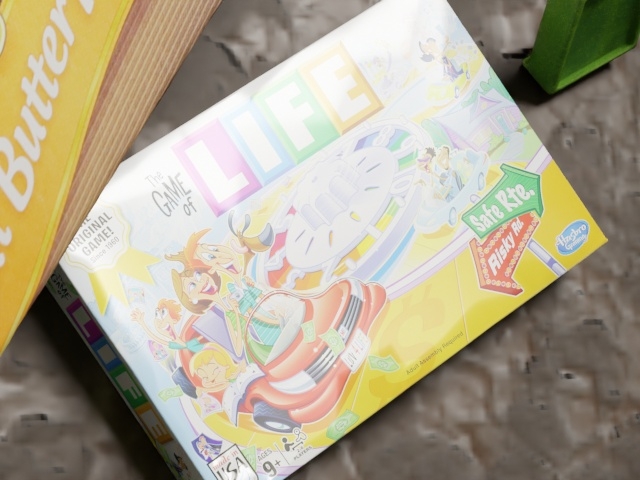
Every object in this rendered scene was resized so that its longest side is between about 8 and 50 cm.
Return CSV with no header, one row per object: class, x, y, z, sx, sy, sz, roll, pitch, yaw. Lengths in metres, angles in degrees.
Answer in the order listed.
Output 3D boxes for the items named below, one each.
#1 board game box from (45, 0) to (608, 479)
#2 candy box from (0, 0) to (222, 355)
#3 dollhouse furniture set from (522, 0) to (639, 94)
board game box,0.000,0.000,0.586,0.154,0.026,0.103,-35,90,-23
candy box,-0.101,-0.113,0.496,0.316,0.087,0.183,-60,138,-20
dollhouse furniture set,0.054,-0.128,0.638,0.076,0.058,0.152,-31,70,-16
